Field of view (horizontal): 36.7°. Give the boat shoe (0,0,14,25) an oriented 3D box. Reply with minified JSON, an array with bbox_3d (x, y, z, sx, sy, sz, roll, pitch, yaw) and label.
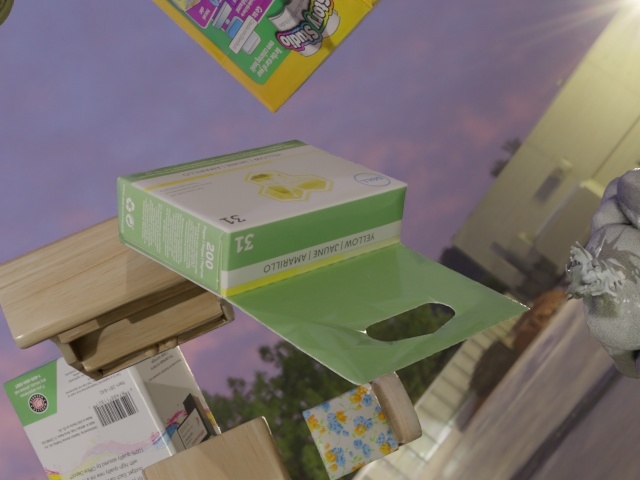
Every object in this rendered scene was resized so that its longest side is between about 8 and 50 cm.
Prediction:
[{"bbox_3d":[-0.321,-0.275,0.654,0.113,0.103,0.302,-58,-46,-41],"label":"boat shoe"}]

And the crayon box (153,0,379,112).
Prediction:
[{"bbox_3d":[-0.089,-0.343,1.158,0.106,0.313,0.363,-51,9,-20],"label":"crayon box"}]

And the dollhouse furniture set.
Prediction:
[{"bbox_3d":[-0.096,0.191,0.819,0.362,0.394,0.256,-23,-13,-7],"label":"dollhouse furniture set"}]

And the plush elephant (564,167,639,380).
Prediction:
[{"bbox_3d":[0.444,0.037,1.118,0.330,0.255,0.272,6,-99,-63],"label":"plush elephant"}]

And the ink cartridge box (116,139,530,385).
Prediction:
[{"bbox_3d":[0.000,0.000,0.640,0.171,0.235,0.056,-17,-60,-42],"label":"ink cartridge box"}]

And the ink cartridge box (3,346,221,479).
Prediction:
[{"bbox_3d":[-0.248,0.258,1.245,0.201,0.278,0.117,-25,3,25],"label":"ink cartridge box"}]
